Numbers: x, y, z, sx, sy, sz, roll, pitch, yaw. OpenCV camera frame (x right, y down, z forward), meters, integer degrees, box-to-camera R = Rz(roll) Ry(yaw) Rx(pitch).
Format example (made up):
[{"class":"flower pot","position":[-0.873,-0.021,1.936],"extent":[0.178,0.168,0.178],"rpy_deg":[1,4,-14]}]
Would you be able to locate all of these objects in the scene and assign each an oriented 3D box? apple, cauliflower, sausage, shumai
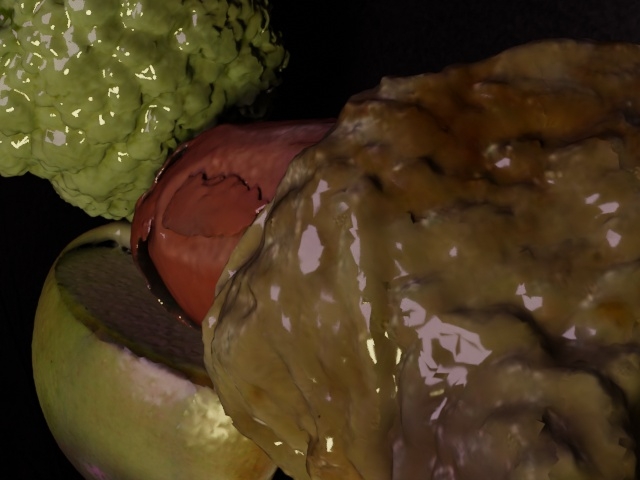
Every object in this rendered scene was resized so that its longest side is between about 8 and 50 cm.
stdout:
[{"class":"apple","position":[-0.133,0.117,0.922],"extent":[0.265,0.120,0.193],"rpy_deg":[38,122,42]},{"class":"cauliflower","position":[-0.175,-0.157,0.904],"extent":[0.281,0.260,0.327],"rpy_deg":[-125,19,-55]},{"class":"sausage","position":[0.000,0.000,0.779],"extent":[0.280,0.152,0.152],"rpy_deg":[3,87,45]},{"class":"shumai","position":[0.106,0.064,0.538],"extent":[0.314,0.267,0.262],"rpy_deg":[-30,22,8]}]
